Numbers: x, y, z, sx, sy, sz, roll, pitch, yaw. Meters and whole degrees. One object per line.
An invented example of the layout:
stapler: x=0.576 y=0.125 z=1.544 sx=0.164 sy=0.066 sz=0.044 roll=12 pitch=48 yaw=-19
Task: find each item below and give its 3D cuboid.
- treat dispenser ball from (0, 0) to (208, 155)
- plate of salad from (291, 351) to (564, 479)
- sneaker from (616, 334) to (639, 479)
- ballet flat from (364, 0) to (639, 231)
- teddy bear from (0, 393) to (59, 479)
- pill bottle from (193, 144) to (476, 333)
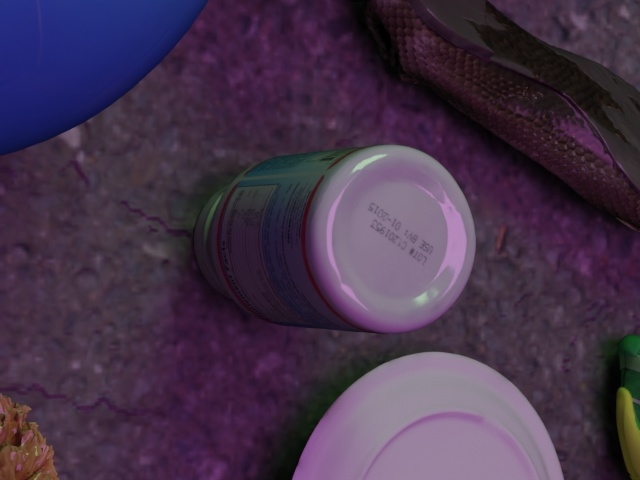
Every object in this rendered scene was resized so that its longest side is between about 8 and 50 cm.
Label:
treat dispenser ball: x=-0.168 y=-0.173 z=0.802 sx=0.288 sy=0.288 sz=0.288 roll=0 pitch=90 yaw=-27
plate of salad: x=0.054 y=0.159 z=1.051 sx=0.200 sy=0.048 sz=0.200 roll=2 pitch=87 yaw=-38
sneaker: x=0.305 y=0.057 z=1.133 sx=0.295 sy=0.109 sz=0.123 roll=-17 pitch=92 yaw=-17
ballet flat: x=0.119 y=-0.071 z=1.085 sx=0.250 sy=0.058 sz=0.084 roll=31 pitch=40 yaw=-29
teddy bear: x=-0.192 y=0.196 z=0.903 sx=0.338 sy=0.113 sz=0.245 roll=-7 pitch=86 yaw=-20
pill bottle: x=0.000 y=0.000 z=0.959 sx=0.087 sy=0.160 sz=0.087 roll=0 pitch=90 yaw=-27
